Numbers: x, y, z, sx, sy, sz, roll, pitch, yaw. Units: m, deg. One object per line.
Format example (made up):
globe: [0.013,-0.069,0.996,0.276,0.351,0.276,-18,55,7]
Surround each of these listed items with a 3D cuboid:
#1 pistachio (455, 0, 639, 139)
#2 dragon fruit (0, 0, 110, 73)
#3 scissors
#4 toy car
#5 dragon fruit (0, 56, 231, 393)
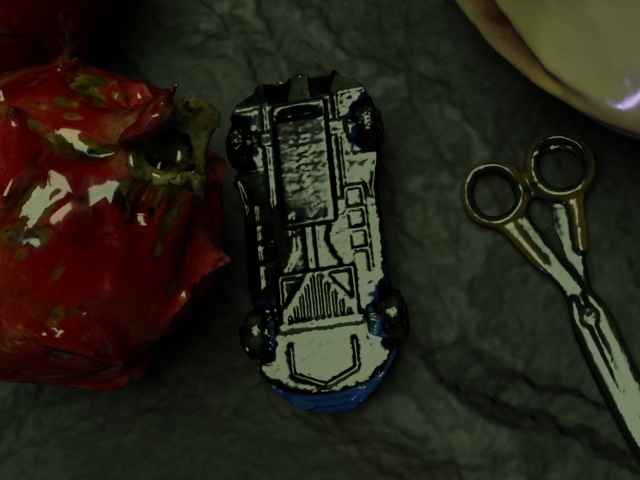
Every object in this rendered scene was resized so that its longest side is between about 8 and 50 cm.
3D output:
pistachio: [0.173,-0.171,0.643,0.187,0.187,0.299,-41,60,-1]
dragon fruit: [-0.252,-0.199,0.740,0.252,0.241,0.240,1,73,1]
scissors: [0.159,0.037,0.672,0.088,0.017,0.220,-22,70,6]
toy car: [0.000,0.000,0.699,0.103,0.063,0.216,-9,77,12]
dragon fruit: [-0.147,-0.013,0.653,0.268,0.205,0.210,-23,99,41]
